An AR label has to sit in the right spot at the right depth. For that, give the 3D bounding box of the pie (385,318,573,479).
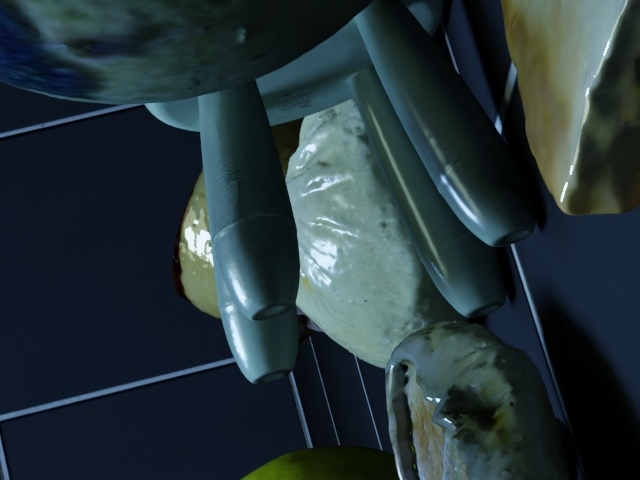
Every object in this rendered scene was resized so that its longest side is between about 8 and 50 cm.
[{"bbox_3d":[0.104,0.212,1.058,0.337,0.075,0.337,167,90,-79],"label":"pie"}]

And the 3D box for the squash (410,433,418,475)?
[{"bbox_3d":[0.112,0.215,1.338,0.069,0.069,0.258,147,110,-84],"label":"squash"}]

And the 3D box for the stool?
[{"bbox_3d":[0.005,-0.043,1.127,0.195,0.195,0.198,96,158,-72],"label":"stool"}]

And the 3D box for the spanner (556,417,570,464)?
[{"bbox_3d":[0.146,0.235,1.189,0.325,0.040,0.095,85,169,-47],"label":"spanner"}]

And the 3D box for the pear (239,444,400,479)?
[{"bbox_3d":[0.022,0.295,1.515,0.307,0.253,0.253,61,-169,-60],"label":"pear"}]

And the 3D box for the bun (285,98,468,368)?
[{"bbox_3d":[0.027,-0.010,1.325,0.222,0.127,0.222,164,90,-86],"label":"bun"}]

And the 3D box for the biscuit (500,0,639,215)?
[{"bbox_3d":[0.091,-0.180,0.544,0.204,0.040,0.309,-101,14,-56],"label":"biscuit"}]

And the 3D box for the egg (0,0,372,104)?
[{"bbox_3d":[-0.095,-0.235,0.881,0.428,0.345,0.345,117,139,-79],"label":"egg"}]

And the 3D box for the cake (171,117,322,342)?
[{"bbox_3d":[0.000,0.000,1.526,0.185,0.178,0.208,-65,-15,-3],"label":"cake"}]
